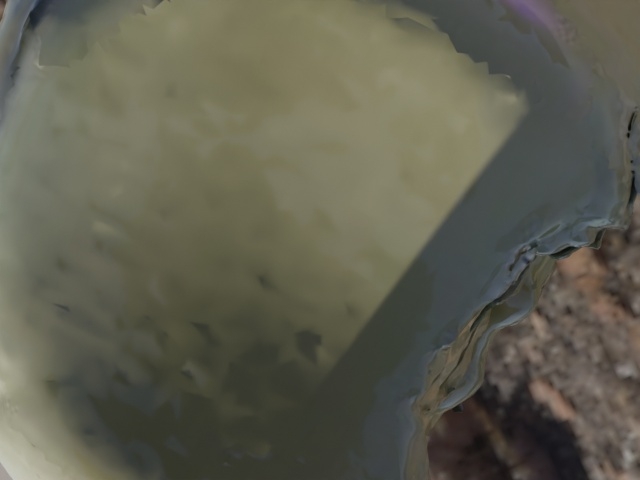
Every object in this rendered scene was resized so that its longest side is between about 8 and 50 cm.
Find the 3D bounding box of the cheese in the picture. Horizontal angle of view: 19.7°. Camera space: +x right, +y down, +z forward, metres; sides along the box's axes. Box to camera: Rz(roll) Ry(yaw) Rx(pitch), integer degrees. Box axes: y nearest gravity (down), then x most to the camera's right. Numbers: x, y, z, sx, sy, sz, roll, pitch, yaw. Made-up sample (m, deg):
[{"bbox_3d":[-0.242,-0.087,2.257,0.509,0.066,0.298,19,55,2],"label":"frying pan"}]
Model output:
[{"bbox_3d":[0.000,0.000,0.606,0.233,0.127,0.266,31,107,16],"label":"cheese"}]
